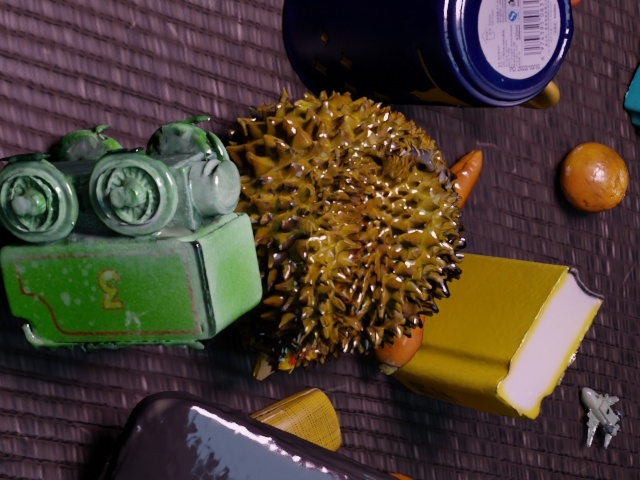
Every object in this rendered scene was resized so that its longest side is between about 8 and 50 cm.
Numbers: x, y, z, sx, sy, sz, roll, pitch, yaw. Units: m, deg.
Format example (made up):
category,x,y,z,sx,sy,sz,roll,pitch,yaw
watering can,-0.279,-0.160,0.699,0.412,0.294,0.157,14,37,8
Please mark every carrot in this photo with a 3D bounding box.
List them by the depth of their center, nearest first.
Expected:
category,x,y,z,sx,sy,sz,roll,pitch,yaw
carrot,0.105,0.014,1.759,0.062,0.066,0.271,48,56,-60

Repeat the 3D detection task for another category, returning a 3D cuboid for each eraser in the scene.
category,x,y,z,sx,sy,sz,roll,pitch,yaw
eraser,0.176,0.098,1.723,0.069,0.226,0.158,37,77,-25

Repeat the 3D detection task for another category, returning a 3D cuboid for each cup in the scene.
category,x,y,z,sx,sy,sz,roll,pitch,yaw
cup,0.140,-0.216,1.627,0.255,0.256,0.178,-4,99,-36

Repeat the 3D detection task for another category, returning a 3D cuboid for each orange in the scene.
category,x,y,z,sx,sy,sz,roll,pitch,yaw
orange,0.310,-0.071,1.882,0.083,0.070,0.083,-16,111,-48

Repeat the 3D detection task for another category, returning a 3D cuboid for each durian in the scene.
category,x,y,z,sx,sy,sz,roll,pitch,yaw
durian,0.008,-0.006,1.587,0.258,0.258,0.293,-25,126,-30

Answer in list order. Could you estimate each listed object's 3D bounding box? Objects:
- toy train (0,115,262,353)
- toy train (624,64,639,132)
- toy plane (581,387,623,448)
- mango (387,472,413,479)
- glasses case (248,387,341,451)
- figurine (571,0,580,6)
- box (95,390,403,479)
category,x,y,z,sx,sy,sz,roll,pitch,yaw
toy train,-0.174,-0.003,1.457,0.132,0.243,0.188,-34,119,-61
toy train,0.454,-0.174,1.951,0.198,0.107,0.154,21,92,-36
toy plane,0.334,0.206,1.962,0.080,0.033,0.083,-49,121,-32
mango,0.032,0.354,1.705,0.113,0.138,0.253,46,71,-34
glasses case,-0.081,0.224,1.651,0.234,0.064,0.079,-24,108,-28
figurine,0.223,-0.308,1.691,0.160,0.226,0.183,-43,118,-24
box,-0.077,0.350,1.572,0.359,0.091,0.350,26,95,-15
